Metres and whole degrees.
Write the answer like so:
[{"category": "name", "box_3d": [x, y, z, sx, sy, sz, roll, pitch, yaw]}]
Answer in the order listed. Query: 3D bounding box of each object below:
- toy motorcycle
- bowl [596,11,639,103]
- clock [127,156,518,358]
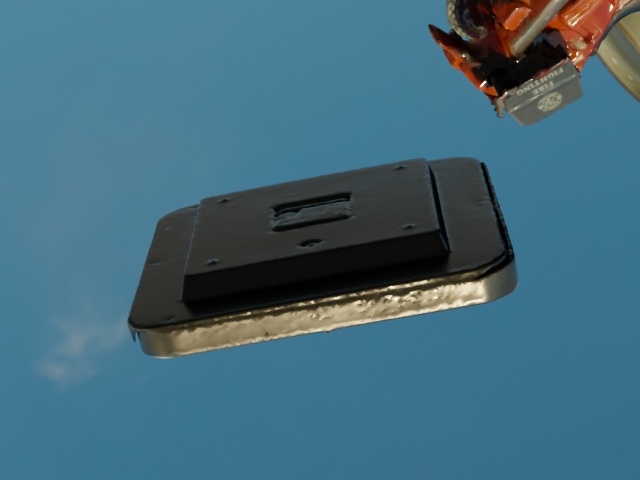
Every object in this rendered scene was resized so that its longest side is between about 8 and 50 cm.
[{"category": "toy motorcycle", "box_3d": [0.248, -0.201, 1.266, 0.325, 0.221, 0.148, -29, -129, 9]}, {"category": "bowl", "box_3d": [0.334, -0.218, 1.544, 0.157, 0.337, 0.337, -38, -140, -2]}, {"category": "clock", "box_3d": [0.000, -0.001, 1.267, 0.278, 0.049, 0.273, -11, -161, 3]}]
